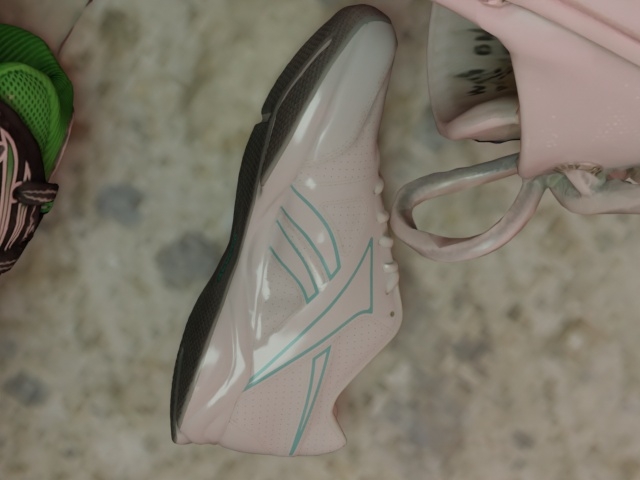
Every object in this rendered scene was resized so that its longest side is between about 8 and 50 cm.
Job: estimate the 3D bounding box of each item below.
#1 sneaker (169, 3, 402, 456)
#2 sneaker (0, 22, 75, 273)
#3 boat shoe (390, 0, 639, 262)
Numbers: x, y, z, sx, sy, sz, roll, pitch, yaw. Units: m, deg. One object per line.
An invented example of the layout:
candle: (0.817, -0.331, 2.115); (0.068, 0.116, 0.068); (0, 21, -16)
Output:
sneaker: (0.000, 0.000, 0.489); (0.061, 0.054, 0.152); (16, 107, -12)
sneaker: (-0.139, 0.010, 0.463); (0.146, 0.134, 0.344); (-9, 113, -17)
boat shoe: (0.070, -0.065, 0.403); (0.367, 0.136, 0.156); (23, 116, -18)
